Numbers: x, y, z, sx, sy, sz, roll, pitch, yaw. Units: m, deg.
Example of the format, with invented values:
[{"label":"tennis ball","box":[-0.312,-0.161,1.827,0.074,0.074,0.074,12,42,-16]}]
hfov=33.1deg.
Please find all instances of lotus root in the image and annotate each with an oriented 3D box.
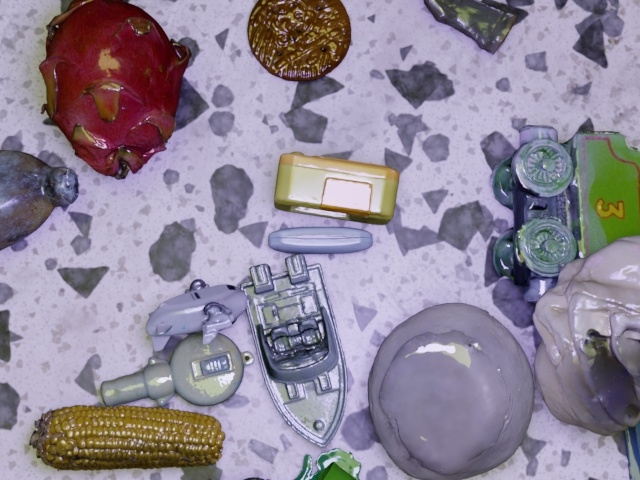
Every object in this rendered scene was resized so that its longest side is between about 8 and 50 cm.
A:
[{"label":"lotus root","box":[-0.569,-0.057,1.781,0.349,0.175,0.175,-17,82,-9]}]

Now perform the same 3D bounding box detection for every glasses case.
[{"label":"glasses case","box":[0.000,0.000,1.834,0.178,0.067,0.045,0,81,-2]}]

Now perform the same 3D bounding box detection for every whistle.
[{"label":"whistle","box":[-0.237,0.224,1.791,0.258,0.067,0.126,-14,78,-2]}]

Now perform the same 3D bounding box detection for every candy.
[{"label":"candy","box":[0.210,0.244,1.746,0.295,0.185,0.296,0,98,-1]}]

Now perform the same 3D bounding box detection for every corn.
[{"label":"corn","box":[-0.313,0.320,1.750,0.317,0.115,0.115,-1,81,-4]}]

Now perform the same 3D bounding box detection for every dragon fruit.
[{"label":"dragon fruit","box":[-0.341,-0.272,1.791,0.250,0.250,0.315,11,62,0]}]

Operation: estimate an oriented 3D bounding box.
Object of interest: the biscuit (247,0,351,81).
[{"label":"biscuit","box":[-0.036,-0.373,1.914,0.187,0.027,0.188,0,80,-2]}]

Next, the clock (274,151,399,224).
[{"label":"clock","box":[0.026,-0.086,1.811,0.202,0.143,0.096,9,83,-1]}]

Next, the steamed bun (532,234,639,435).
[{"label":"steamed bun","box":[0.468,0.169,1.666,0.275,0.206,0.320,-2,121,-2]}]

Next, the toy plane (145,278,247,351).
[{"label":"toy plane","box":[-0.202,0.122,1.763,0.174,0.174,0.080,-14,114,-4]}]

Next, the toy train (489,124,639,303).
[{"label":"toy train","box":[0.421,-0.046,1.810,0.248,0.173,0.307,0,81,-8]}]

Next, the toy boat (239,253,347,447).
[{"label":"toy boat","box":[-0.033,0.187,1.790,0.141,0.092,0.320,-15,82,1]}]

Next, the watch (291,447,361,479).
[{"label":"watch","box":[0.010,0.408,1.722,0.131,0.152,0.165,39,77,5]}]

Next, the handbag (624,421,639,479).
[{"label":"handbag","box":[0.589,0.341,1.810,0.144,0.057,0.221,-5,81,-7]}]

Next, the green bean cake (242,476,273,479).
[{"label":"green bean cake","box":[-0.175,0.515,1.714,0.255,0.132,0.241,-14,81,-2]}]

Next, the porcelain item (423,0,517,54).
[{"label":"porcelain item","box":[0.236,-0.413,1.909,0.215,0.069,0.081,30,85,2]}]
